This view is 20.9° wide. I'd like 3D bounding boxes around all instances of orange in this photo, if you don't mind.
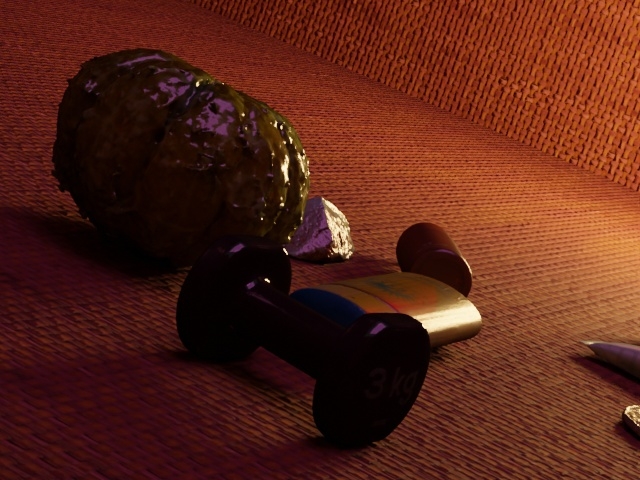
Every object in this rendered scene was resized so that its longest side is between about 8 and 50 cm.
[{"bbox_3d":[-0.152,-0.081,1.937,0.301,0.223,0.300,28,9,10],"label":"orange"}]

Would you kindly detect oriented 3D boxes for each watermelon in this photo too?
[{"bbox_3d":[-0.004,-0.007,2.250,0.094,0.081,0.180,51,28,15],"label":"watermelon"}]

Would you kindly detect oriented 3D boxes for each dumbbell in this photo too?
[{"bbox_3d":[-0.018,0.090,1.617,0.225,0.124,0.140,28,14,33],"label":"dumbbell"}]

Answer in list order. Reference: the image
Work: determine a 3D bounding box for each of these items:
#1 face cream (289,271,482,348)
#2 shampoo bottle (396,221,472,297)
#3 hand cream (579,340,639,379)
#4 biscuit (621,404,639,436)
[{"bbox_3d":[0.069,0.083,1.915,0.139,0.067,0.285,23,12,23],"label":"face cream"},{"bbox_3d":[0.142,0.024,2.266,0.085,0.085,0.244,19,11,-7],"label":"shampoo bottle"},{"bbox_3d":[0.429,0.164,2.187,0.205,0.050,0.078,23,11,32],"label":"hand cream"},{"bbox_3d":[0.413,0.222,1.965,0.152,0.020,0.152,19,12,-4],"label":"biscuit"}]
